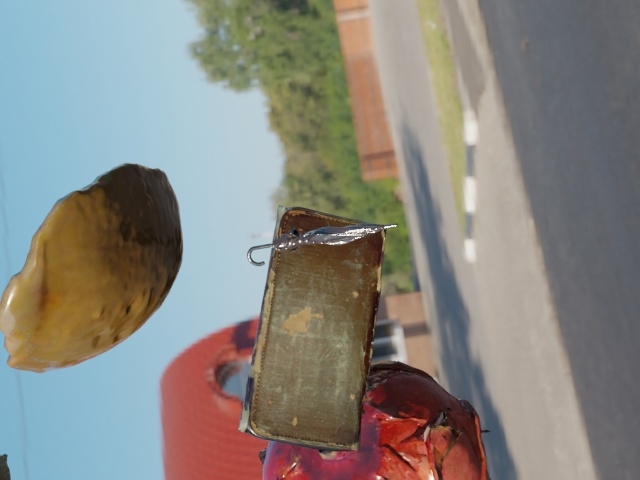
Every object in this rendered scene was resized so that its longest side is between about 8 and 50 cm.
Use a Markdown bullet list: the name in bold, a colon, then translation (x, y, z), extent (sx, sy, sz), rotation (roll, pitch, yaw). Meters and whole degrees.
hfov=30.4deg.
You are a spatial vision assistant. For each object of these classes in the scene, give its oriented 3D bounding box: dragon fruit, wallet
- **dragon fruit**: translation (0.071, 0.300, 1.445), extent (0.301, 0.296, 0.295), rotation (58, -160, -54)
- **wallet**: translation (-0.005, 0.087, 1.164), extent (0.031, 0.122, 0.232), rotation (157, 123, -70)

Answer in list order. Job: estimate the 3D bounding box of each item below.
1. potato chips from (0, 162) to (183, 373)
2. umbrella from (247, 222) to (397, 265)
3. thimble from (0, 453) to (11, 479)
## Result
- **potato chips**: translation (-0.141, 0.022, 0.792), extent (0.202, 0.049, 0.150), rotation (-1, -71, -70)
- **umbrella**: translation (-0.001, -0.003, 0.892), extent (0.013, 0.122, 0.022), rotation (-55, -52, -68)
- **thimble**: translation (-0.439, 0.315, 1.483), extent (0.062, 0.084, 0.110), rotation (28, -91, -60)
